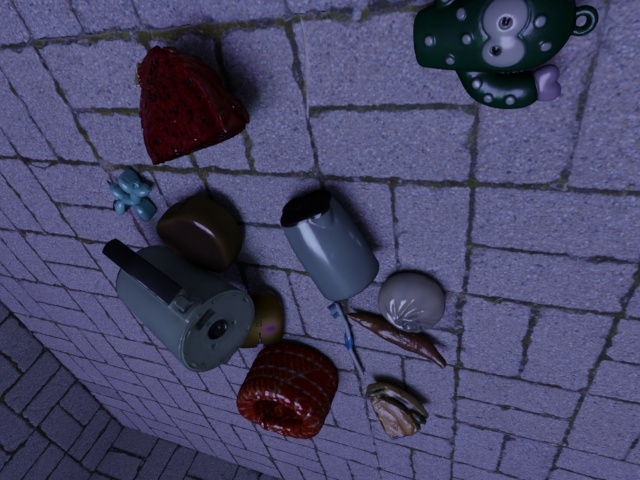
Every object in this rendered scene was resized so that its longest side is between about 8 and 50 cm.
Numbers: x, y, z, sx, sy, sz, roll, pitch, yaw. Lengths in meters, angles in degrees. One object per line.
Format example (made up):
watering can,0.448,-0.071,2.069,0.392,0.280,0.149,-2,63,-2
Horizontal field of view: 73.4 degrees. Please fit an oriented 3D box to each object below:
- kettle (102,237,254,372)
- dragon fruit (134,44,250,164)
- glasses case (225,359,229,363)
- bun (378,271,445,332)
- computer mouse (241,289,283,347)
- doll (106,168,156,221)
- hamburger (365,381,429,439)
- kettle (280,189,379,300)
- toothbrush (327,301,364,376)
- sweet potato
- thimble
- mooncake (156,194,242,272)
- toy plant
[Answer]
kettle,-0.429,0.153,1.221,0.377,0.250,0.361,26,163,33
dragon fruit,-0.256,-0.293,0.880,0.317,0.152,0.204,-2,113,46
glasses case,-0.371,0.368,1.607,0.137,0.085,0.354,29,136,-5
bun,0.230,0.170,1.094,0.173,0.119,0.172,12,136,12
computer mouse,-0.205,0.278,1.414,0.159,0.071,0.310,-6,137,-11
doll,-0.537,-0.129,1.226,0.160,0.059,0.158,10,135,20
hamburger,0.257,0.552,1.469,0.155,0.135,0.207,-32,98,26
kettle,0.000,0.000,1.030,0.221,0.161,0.236,19,147,58
toothbrush,0.095,0.324,1.375,0.040,0.040,0.386,1,135,26
sweet potato,0.223,0.270,1.235,0.315,0.066,0.072,26,131,6
thimble,-0.113,0.542,1.541,0.351,0.230,0.350,13,135,13
mooncake,-0.319,-0.016,1.186,0.235,0.117,0.234,15,143,12
toy plant,0.259,-0.309,0.617,0.244,0.112,0.232,25,143,10
